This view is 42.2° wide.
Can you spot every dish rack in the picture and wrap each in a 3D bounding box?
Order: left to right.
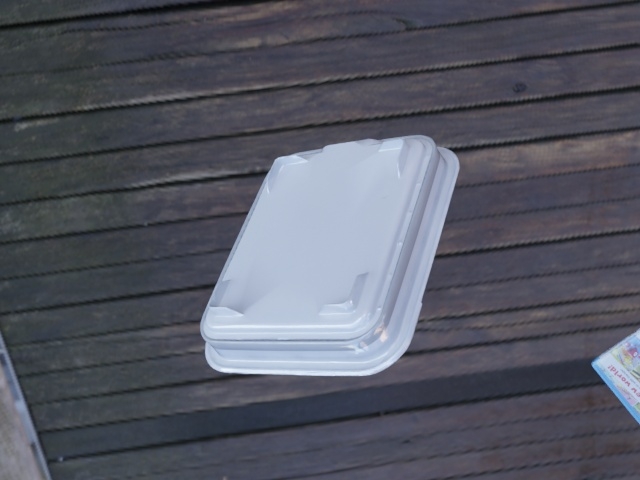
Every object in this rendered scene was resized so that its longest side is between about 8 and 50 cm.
[{"bbox_3d":[0.000,0.000,0.992,0.286,0.332,0.072,-5,138,34],"label":"dish rack"}]

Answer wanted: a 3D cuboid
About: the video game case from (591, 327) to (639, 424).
[{"bbox_3d":[0.318,0.097,0.648,0.166,0.015,0.119,-42,80,25],"label":"video game case"}]
